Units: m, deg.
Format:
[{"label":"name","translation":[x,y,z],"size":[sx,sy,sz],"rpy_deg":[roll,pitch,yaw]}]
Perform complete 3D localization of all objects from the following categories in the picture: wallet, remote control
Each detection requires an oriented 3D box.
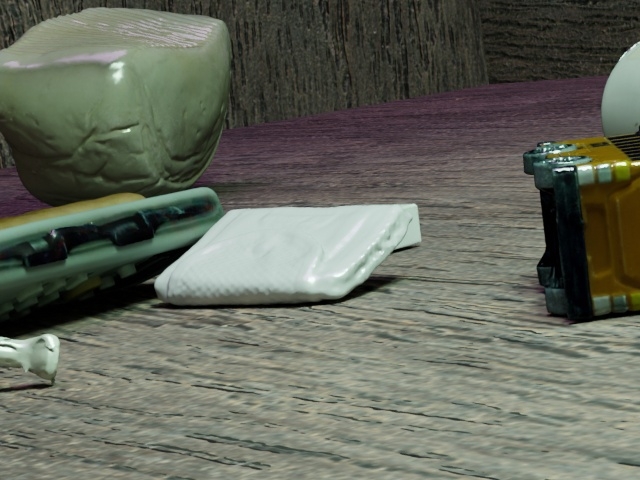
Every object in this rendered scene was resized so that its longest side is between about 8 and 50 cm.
[{"label":"wallet","translation":[-0.030,0.009,1.430],"size":[0.183,0.032,0.124],"rpy_deg":[-2,29,40]},{"label":"remote control","translation":[-0.207,0.020,1.463],"size":[0.140,0.056,0.296],"rpy_deg":[-30,-10,40]}]

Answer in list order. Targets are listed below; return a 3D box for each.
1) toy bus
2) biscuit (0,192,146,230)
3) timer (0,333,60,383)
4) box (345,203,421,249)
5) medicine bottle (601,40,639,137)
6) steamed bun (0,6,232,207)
[{"label":"toy bus","translation":[0.191,-0.017,1.221],"size":[0.114,0.098,0.201],"rpy_deg":[-7,7,4]},{"label":"biscuit","translation":[-0.314,0.020,1.581],"size":[0.325,0.044,0.217],"rpy_deg":[-15,-3,-46]},{"label":"timer","translation":[-0.303,0.057,1.142],"size":[0.266,0.175,0.175],"rpy_deg":[11,-8,-43]},{"label":"box","translation":[0.000,-0.001,1.573],"size":[0.154,0.040,0.084],"rpy_deg":[-15,12,-43]},{"label":"medicine bottle","translation":[0.346,-0.107,1.612],"size":[0.143,0.143,0.258],"rpy_deg":[-10,6,-14]},{"label":"steamed bun","translation":[-0.249,-0.151,2.382],"size":[0.247,0.236,0.383],"rpy_deg":[3,16,14]}]
